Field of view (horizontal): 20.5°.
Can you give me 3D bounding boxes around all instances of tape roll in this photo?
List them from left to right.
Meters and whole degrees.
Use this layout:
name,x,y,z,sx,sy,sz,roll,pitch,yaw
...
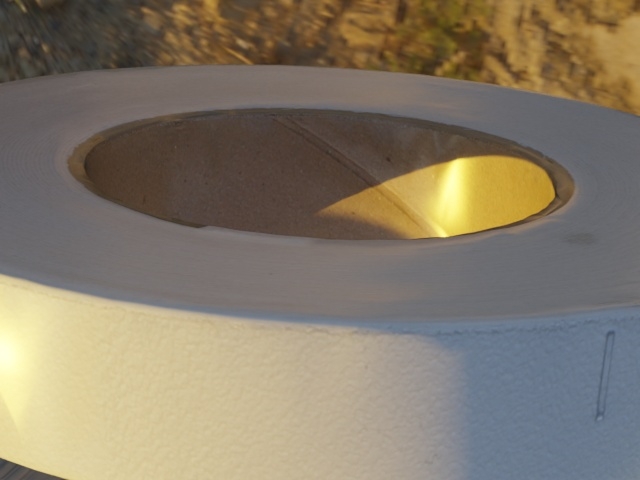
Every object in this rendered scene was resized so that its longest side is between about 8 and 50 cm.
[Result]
name,x,y,z,sx,sy,sz,roll,pitch,yaw
tape roll,0.000,0.000,0.734,0.392,0.392,0.072,0,108,-11

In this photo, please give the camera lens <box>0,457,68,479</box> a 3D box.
name,x,y,z,sx,sy,sz,roll,pitch,yaw
camera lens,-0.229,0.298,1.083,0.219,0.219,0.274,55,51,-15
